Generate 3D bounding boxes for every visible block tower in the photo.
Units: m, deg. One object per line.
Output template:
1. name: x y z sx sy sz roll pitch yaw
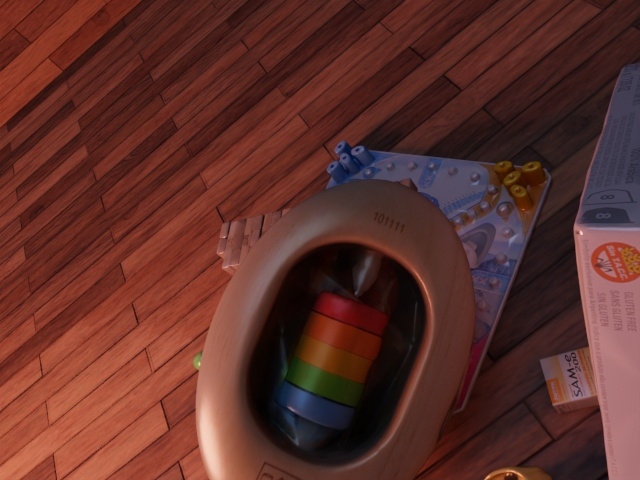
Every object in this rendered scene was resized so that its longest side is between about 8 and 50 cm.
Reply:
1. block tower: 0.000 0.000 0.977 0.335 0.097 0.091 -12 56 30

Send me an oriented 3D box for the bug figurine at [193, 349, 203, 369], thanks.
1. bug figurine: -0.100 0.219 0.944 0.216 0.072 0.279 -22 66 27

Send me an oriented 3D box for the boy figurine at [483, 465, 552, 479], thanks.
1. boy figurine: 0.157 0.368 0.704 0.285 0.092 0.177 -44 44 6

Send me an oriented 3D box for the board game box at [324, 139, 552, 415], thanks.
1. board game box: 0.107 0.023 0.987 0.390 0.050 0.390 13 69 38

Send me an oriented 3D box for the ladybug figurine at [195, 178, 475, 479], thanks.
1. ladybug figurine: 0.016 0.145 0.787 0.305 0.162 0.449 26 85 2

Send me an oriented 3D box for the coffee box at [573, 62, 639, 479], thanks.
1. coffee box: 0.415 0.045 0.493 0.334 0.338 0.337 -2 31 32

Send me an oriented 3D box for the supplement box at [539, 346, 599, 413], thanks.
1. supplement box: 0.323 0.164 0.760 0.098 0.036 0.062 -22 51 21
